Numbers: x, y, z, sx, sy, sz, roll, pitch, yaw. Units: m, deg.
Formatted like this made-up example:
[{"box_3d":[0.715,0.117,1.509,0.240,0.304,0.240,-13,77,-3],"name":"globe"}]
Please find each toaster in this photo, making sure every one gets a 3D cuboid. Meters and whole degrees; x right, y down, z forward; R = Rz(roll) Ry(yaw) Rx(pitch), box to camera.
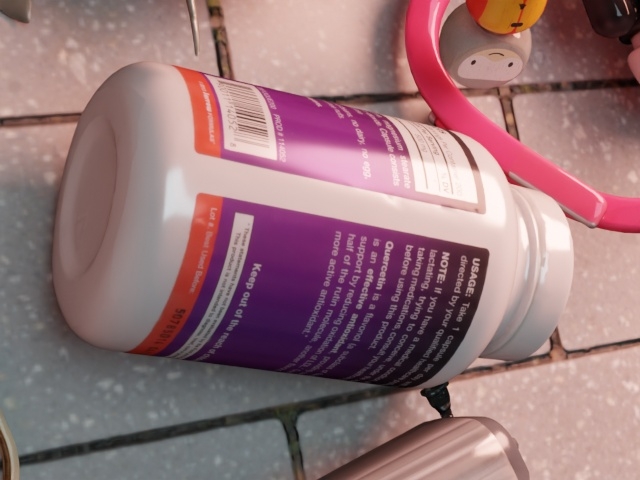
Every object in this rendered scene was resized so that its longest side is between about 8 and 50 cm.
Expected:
[{"box_3d":[0.071,0.219,0.908,0.146,0.129,0.227,-21,91,-28],"name":"toaster"}]

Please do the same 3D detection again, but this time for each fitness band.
[{"box_3d":[0.203,-0.131,1.022,0.291,0.054,0.209,36,89,11],"name":"fitness band"}]

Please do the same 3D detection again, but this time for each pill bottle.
[{"box_3d":[0.000,0.000,0.886,0.323,0.181,0.181,11,74,-26],"name":"pill bottle"}]

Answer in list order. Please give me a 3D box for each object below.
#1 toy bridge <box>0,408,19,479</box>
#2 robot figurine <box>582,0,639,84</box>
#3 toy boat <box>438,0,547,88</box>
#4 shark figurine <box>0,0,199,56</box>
[{"box_3d":[-0.219,0.155,0.823,0.063,0.026,0.188,9,75,-28],"name":"toy bridge"},{"box_3d":[0.315,-0.245,1.119,0.209,0.173,0.278,-16,85,14],"name":"robot figurine"},{"box_3d":[0.023,-0.233,0.961,0.318,0.148,0.267,35,60,11],"name":"toy boat"},{"box_3d":[-0.182,-0.186,0.860,0.166,0.278,0.116,-57,151,-54],"name":"shark figurine"}]
